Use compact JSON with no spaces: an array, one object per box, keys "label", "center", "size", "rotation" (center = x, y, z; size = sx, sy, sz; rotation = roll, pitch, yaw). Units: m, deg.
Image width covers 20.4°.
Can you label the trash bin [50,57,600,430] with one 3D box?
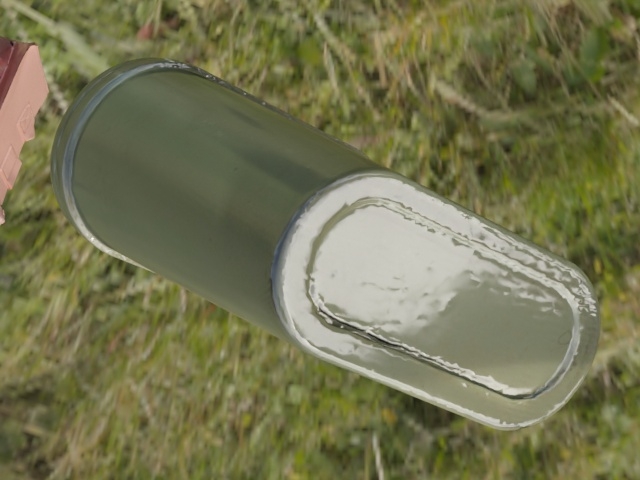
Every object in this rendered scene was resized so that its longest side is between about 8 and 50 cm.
[{"label":"trash bin","center":[0.000,0.000,0.994],"size":[0.243,0.247,0.121],"rotation":[25,91,-36]}]

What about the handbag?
[{"label":"handbag","center":[-0.353,-0.100,1.878],"size":[0.059,0.157,0.212],"rotation":[16,71,5]}]
